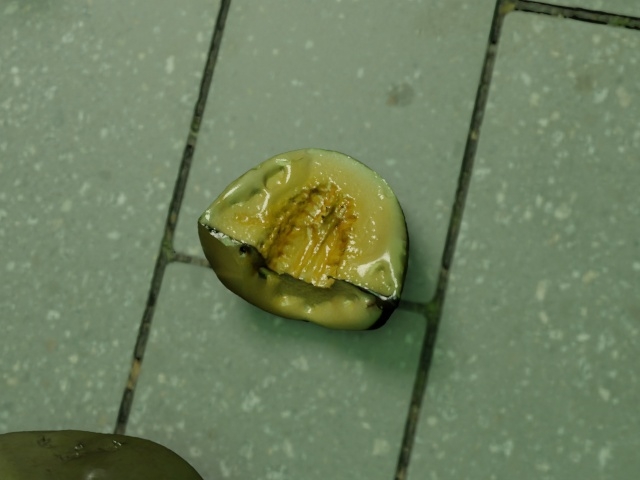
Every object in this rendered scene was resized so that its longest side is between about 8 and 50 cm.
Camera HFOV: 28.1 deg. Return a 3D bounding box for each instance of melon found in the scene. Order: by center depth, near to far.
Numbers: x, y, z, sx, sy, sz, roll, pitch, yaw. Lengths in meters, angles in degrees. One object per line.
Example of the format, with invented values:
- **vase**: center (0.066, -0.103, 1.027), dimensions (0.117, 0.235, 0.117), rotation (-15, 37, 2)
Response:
- **melon**: center (0.000, 0.000, 0.966), dimensions (0.160, 0.079, 0.128), rotation (21, 65, 13)

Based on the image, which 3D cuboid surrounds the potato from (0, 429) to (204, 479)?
- **potato**: center (-0.164, 0.289, 0.849), dimensions (0.221, 0.243, 0.326), rotation (-3, 75, 21)
